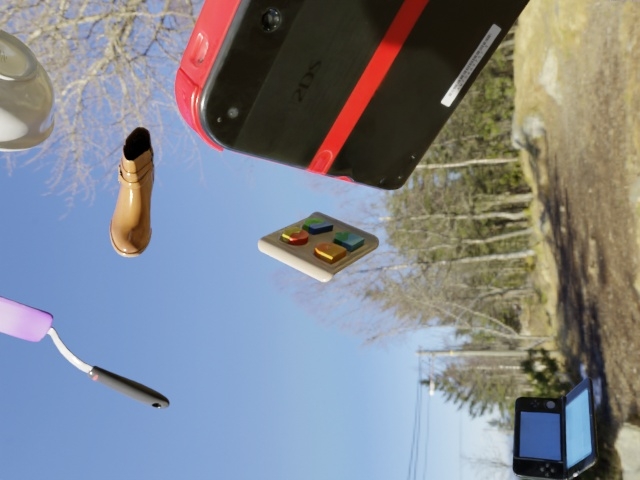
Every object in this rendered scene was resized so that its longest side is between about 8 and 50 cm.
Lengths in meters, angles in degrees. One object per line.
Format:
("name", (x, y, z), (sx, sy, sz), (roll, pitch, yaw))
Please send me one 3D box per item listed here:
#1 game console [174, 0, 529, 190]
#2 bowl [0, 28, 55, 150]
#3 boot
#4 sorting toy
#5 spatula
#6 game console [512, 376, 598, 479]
("game console", (0.063, -0.235, 0.536), (0.342, 0.386, 0.060), (7, -143, -41))
("bowl", (-0.676, -0.340, 1.057), (0.298, 0.134, 0.298), (34, -146, -27))
("boot", (-0.463, -0.123, 1.295), (0.220, 0.109, 0.283), (119, 158, -52))
("sorting toy", (0.000, 0.000, 1.120), (0.208, 0.193, 0.038), (-32, -42, -47))
("spatula", (-0.346, 0.168, 0.739), (0.296, 0.084, 0.030), (37, -146, -13))
("game console", (0.310, 0.249, 0.690), (0.071, 0.107, 0.122), (64, -145, -33))
